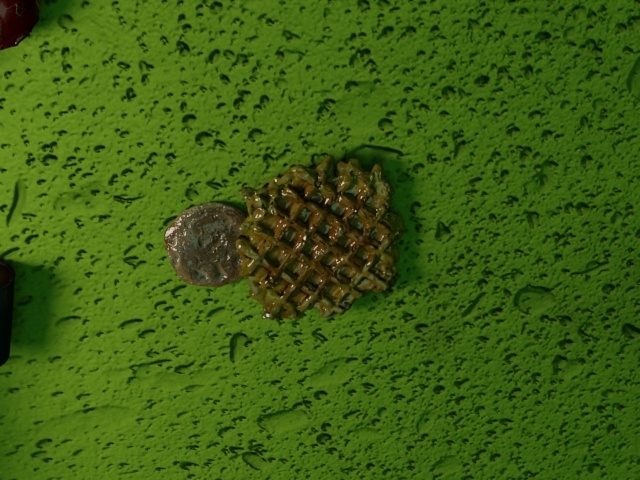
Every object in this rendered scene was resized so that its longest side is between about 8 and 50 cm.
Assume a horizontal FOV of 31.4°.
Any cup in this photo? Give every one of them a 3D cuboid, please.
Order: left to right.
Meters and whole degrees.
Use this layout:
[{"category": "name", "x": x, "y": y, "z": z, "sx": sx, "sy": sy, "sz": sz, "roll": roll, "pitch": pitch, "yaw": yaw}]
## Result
[{"category": "cup", "x": -0.511, "y": 0.101, "z": 1.649, "sx": 0.113, "sy": 0.150, "sz": 0.138, "roll": -10, "pitch": 121, "yaw": -37}]

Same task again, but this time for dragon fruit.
[{"category": "dragon fruit", "x": -0.404, "y": -0.334, "z": 1.472, "sx": 0.094, "sy": 0.094, "sz": 0.190, "roll": 12, "pitch": 100, "yaw": -9}]

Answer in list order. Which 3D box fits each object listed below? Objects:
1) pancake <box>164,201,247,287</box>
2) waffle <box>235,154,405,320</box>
[{"category": "pancake", "x": -0.159, "y": 0.008, "z": 1.665, "sx": 0.140, "sy": 0.022, "sz": 0.139, "roll": -2, "pitch": 113, "yaw": -4}, {"category": "waffle", "x": 0.000, "y": -0.001, "z": 1.647, "sx": 0.254, "sy": 0.052, "sz": 0.245, "roll": -14, "pitch": 114, "yaw": -6}]
